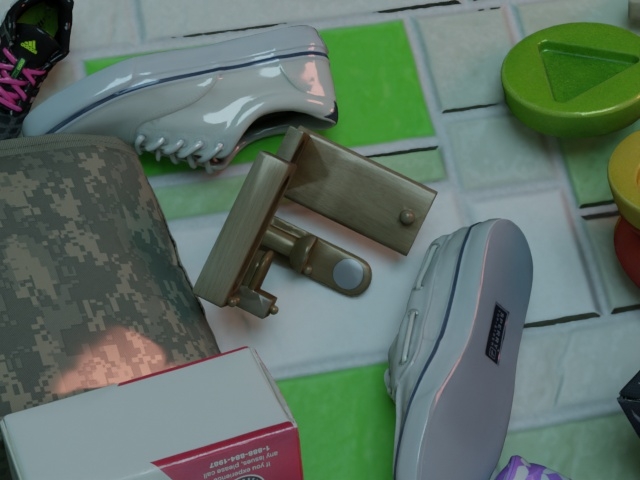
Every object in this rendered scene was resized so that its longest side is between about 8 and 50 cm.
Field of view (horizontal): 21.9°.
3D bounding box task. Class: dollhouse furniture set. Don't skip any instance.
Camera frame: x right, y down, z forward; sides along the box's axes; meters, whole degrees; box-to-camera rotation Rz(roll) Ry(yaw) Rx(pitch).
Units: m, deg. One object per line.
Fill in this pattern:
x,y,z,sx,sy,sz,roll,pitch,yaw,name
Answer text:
0.000,0.000,1.246,0.123,0.151,0.144,26,93,5,dollhouse furniture set

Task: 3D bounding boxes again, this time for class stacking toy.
0.315,-0.091,1.390,0.309,0.130,0.279,-31,45,-22,stacking toy

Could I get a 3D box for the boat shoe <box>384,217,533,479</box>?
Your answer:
0.094,0.100,1.256,0.095,0.084,0.258,48,48,-32,boat shoe

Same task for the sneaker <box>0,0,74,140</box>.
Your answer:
-0.244,-0.141,1.326,0.063,0.075,0.170,31,60,-18,sneaker

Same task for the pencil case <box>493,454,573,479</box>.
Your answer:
0.204,0.234,1.197,0.206,0.086,0.088,25,29,7,pencil case

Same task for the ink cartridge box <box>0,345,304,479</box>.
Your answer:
-0.098,0.209,1.082,0.172,0.237,0.100,-15,34,-15,ink cartridge box

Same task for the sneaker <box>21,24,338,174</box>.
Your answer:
-0.106,-0.099,1.321,0.258,0.094,0.091,-17,76,-10,sneaker

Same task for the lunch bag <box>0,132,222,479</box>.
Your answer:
-0.217,0.058,1.183,0.287,0.169,0.235,-9,64,-35,lunch bag

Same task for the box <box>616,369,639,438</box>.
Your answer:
0.351,0.115,1.243,0.232,0.059,0.183,-42,110,-23,box
